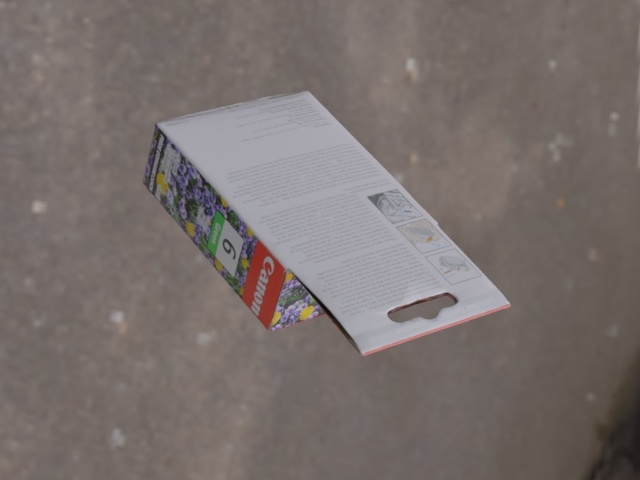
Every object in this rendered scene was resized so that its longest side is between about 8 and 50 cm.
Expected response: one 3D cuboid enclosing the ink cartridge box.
[{"bbox_3d":[0.000,0.000,0.576,0.063,0.115,0.029,-16,139,-35],"label":"ink cartridge box"}]
